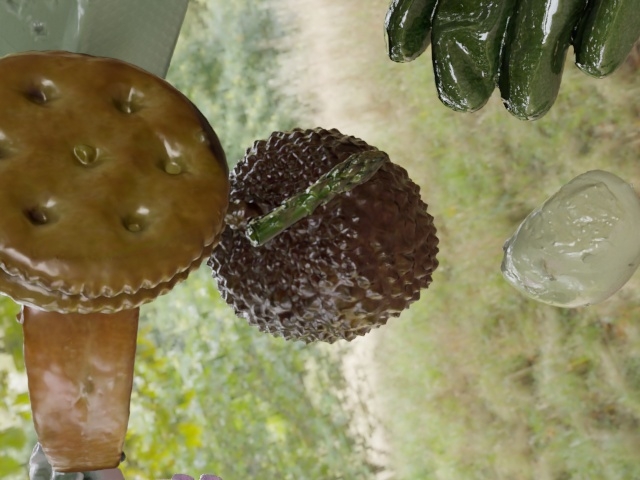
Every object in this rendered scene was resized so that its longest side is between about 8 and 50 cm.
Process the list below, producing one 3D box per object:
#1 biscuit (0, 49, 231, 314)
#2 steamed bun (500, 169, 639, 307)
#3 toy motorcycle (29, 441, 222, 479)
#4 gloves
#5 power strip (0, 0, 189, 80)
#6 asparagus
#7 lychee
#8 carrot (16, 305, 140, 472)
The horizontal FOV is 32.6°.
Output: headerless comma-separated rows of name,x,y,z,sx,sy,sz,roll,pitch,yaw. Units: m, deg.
biscuit,-0.168,-0.048,0.776,0.220,0.220,0.066,62,149,24
steamed bun,0.223,0.008,0.931,0.091,0.130,0.112,49,166,20
toy motorcycle,-0.230,0.289,1.186,0.327,0.143,0.188,-9,61,34
gloves,0.146,-0.143,0.473,0.107,0.268,0.135,59,171,4
power strip,-0.216,-0.243,1.046,0.140,0.139,0.224,42,125,30
asparagus,-0.002,-0.046,1.090,0.030,0.165,0.036,55,171,17
lychee,0.000,0.000,1.327,0.276,0.304,0.275,-17,68,47
carrot,-0.211,0.063,0.985,0.258,0.100,0.307,-110,25,-71
